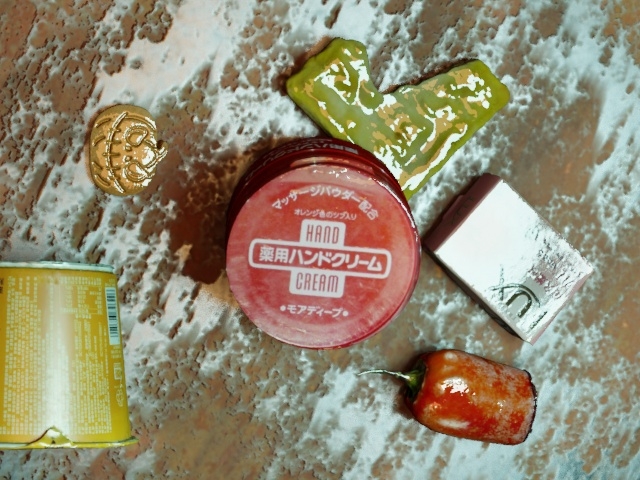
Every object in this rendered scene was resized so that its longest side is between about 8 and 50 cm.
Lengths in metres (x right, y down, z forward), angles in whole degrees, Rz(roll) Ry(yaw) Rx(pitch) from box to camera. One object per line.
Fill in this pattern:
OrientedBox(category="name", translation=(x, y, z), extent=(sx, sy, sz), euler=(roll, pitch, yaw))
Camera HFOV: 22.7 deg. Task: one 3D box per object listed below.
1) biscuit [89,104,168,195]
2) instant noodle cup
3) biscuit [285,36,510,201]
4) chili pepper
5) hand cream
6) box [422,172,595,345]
OrientedBox(category="biscuit", translation=(-0.190, -0.089, 1.585), extent=(0.078, 0.015, 0.091), euler=(-2, 96, -10))
OrientedBox(category="instant noodle cup", translation=(-0.277, 0.108, 1.501), extent=(0.216, 0.216, 0.172), euler=(2, 86, -11))
OrientedBox(category="biscuit", translation=(0.075, -0.147, 1.616), extent=(0.183, 0.039, 0.174), euler=(43, 88, -13))
OrientedBox(category="chili pepper", translation=(0.127, 0.155, 1.636), extent=(0.192, 0.084, 0.086), euler=(14, 77, -16))
OrientedBox(category="hand cream", translation=(0.000, 0.000, 1.557), extent=(0.193, 0.125, 0.193), euler=(-1, 107, -4))
OrientedBox(category="box", translation=(0.192, 0.018, 1.646), extent=(0.156, 0.060, 0.111), euler=(42, 89, -11))
